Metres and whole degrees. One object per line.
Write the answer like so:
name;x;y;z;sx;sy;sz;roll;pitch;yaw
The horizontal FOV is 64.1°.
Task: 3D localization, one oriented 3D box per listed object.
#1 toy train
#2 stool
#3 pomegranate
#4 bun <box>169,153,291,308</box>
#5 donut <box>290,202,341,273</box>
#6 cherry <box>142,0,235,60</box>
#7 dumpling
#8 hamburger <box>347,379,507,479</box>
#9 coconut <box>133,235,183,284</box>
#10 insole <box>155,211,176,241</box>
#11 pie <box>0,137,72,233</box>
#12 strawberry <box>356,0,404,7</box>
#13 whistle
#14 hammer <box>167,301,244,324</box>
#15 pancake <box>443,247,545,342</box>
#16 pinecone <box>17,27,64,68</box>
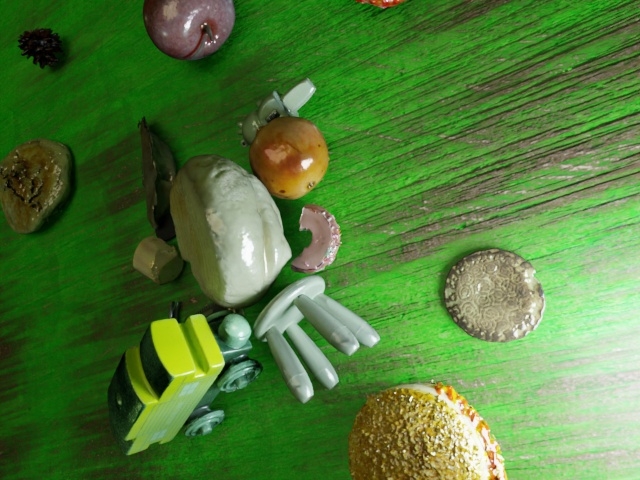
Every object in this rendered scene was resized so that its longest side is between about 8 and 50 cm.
toy train;-0.318;0.320;1.141;0.179;0.272;0.442;58;132;28
stool;-0.015;0.208;1.100;0.195;0.195;0.199;-47;71;13
pomegranate;-0.073;-0.193;1.185;0.191;0.191;0.192;-4;82;26
bun;-0.197;-0.022;1.165;0.365;0.219;0.366;44;144;43
donut;0.000;0.000;1.186;0.116;0.065;0.166;10;89;28
cherry;-0.345;-0.593;1.347;0.285;0.235;0.213;50;147;31
dumpling;-0.448;-0.210;1.422;0.166;0.085;0.333;-33;67;54
hamburger;0.189;0.409;0.976;0.294;0.179;0.276;-32;72;19
coconut;-0.440;0.050;1.369;0.122;0.116;0.116;26;95;22
insole;-0.334;-0.078;1.389;0.309;0.012;0.110;-27;71;21
pie;-0.935;-0.179;1.662;0.338;0.077;0.340;-4;82;27
strawberry;0.161;-0.677;1.112;0.350;0.267;0.312;12;118;-2
whistle;-0.110;-0.308;1.261;0.244;0.092;0.110;-37;98;23
hammer;-0.301;0.205;1.322;0.226;0.041;0.159;-27;74;21
pancake;0.346;0.109;1.025;0.199;0.021;0.200;-4;81;26
pinecone;-0.919;-0.634;1.686;0.140;0.140;0.121;-15;105;24
